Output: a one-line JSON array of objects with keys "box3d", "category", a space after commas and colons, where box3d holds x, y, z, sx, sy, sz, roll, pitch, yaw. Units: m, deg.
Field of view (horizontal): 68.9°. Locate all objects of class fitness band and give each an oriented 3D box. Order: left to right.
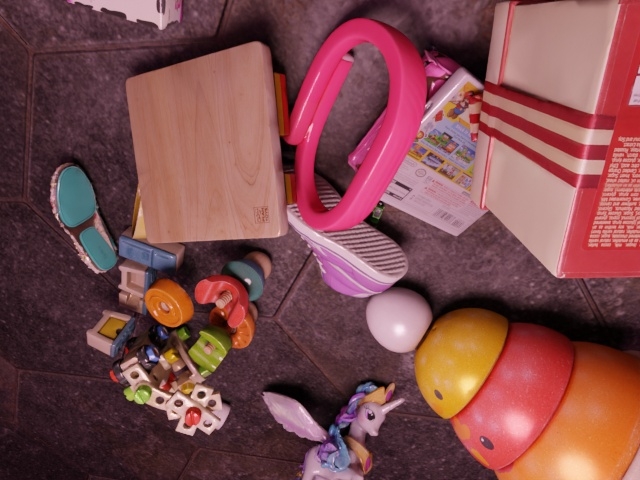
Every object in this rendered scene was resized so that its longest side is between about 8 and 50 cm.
[{"box3d": [0.034, -0.148, 0.641, 0.054, 0.209, 0.291, -2, 135, -36], "category": "fitness band"}]

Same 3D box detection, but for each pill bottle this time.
[{"box3d": [-0.308, 0.426, 1.204, 0.137, 0.078, 0.078, 31, 126, -9], "category": "pill bottle"}]

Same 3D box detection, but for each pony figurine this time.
[{"box3d": [0.016, 0.494, 1.047, 0.351, 0.363, 0.303, -21, 126, 44], "category": "pony figurine"}]

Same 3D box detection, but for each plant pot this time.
[{"box3d": [-0.276, -0.064, 0.831, 0.095, 0.134, 0.134, 8, 131, -26], "category": "plant pot"}]

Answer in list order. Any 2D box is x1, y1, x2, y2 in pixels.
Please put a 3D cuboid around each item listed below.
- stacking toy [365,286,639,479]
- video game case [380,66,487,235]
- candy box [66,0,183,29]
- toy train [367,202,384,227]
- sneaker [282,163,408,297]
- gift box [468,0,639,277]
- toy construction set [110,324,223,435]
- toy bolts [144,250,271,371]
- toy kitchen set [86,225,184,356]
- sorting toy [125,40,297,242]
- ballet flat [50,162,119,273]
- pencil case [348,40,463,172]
[{"box3d": [0.290, 0.241, 0.835, 0.480, 0.350, 0.351, 31, 128, 14], "category": "stacking toy"}, {"box3d": [0.198, -0.109, 0.670, 0.227, 0.026, 0.206, 21, 129, -33], "category": "video game case"}, {"box3d": [-0.302, -0.399, 0.621, 0.233, 0.071, 0.159, 18, 127, 2], "category": "candy box"}, {"box3d": [0.092, -0.029, 0.814, 0.017, 0.024, 0.083, 18, 127, 1], "category": "toy train"}, {"box3d": [0.000, 0.001, 0.815, 0.282, 0.102, 0.161, 43, 147, 0], "category": "sneaker"}, {"box3d": [0.309, -0.135, 0.456, 0.255, 0.258, 0.276, 3, 113, -4], "category": "gift box"}, {"box3d": [-0.311, 0.287, 0.972, 0.151, 0.327, 0.215, -34, 105, -14], "category": "toy construction set"}, {"box3d": [-0.195, 0.101, 0.908, 0.218, 0.158, 0.228, 41, 128, 1], "category": "toy bolts"}, {"box3d": [-0.374, 0.112, 0.942, 0.122, 0.166, 0.207, 19, 127, 0], "category": "toy kitchen set"}, {"box3d": [-0.157, -0.133, 0.710, 0.255, 0.089, 0.257, -2, 97, 28], "category": "sorting toy"}, {"box3d": [-0.476, -0.040, 0.918, 0.077, 0.091, 0.241, 17, 127, 34], "category": "ballet flat"}, {"box3d": [0.123, -0.166, 0.668, 0.098, 0.095, 0.209, 2, 137, -41], "category": "pencil case"}]
